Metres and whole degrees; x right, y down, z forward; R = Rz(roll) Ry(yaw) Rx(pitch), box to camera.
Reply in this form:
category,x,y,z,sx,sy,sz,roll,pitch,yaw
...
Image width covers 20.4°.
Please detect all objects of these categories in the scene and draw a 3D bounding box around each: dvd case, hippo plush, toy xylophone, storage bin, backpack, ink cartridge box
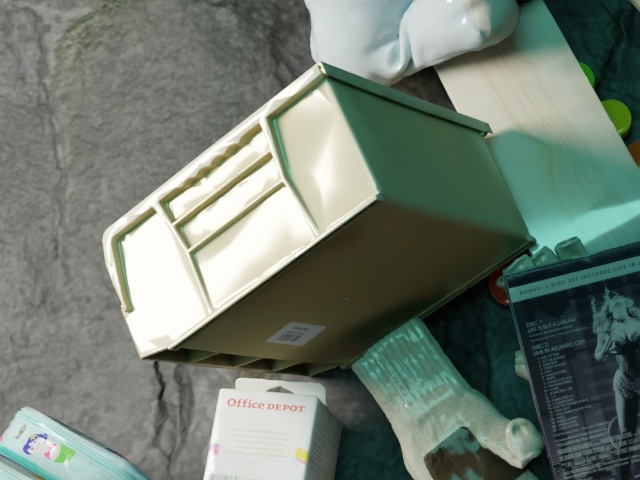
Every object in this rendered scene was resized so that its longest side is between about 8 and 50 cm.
category,x,y,z,sx,sy,sz,roll,pitch,yaw
dvd case,0.255,0.115,1.447,0.164,0.018,0.221,-14,92,1
hippo plush,0.028,-0.268,1.589,0.294,0.236,0.234,-29,29,30
toy xylophone,0.229,-0.092,1.571,0.236,0.081,0.323,-20,64,9
storage bin,0.000,0.000,1.465,0.260,0.262,0.123,-35,66,25
backpack,-0.228,0.253,1.469,0.225,0.253,0.191,26,78,25
ink cartridge box,-0.040,0.194,1.528,0.092,0.090,0.143,4,68,18

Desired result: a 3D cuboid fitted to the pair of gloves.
category,x,y,z,sx,sy,sz,roll,pitch,yaw
pair of gloves,0.172,0.127,1.479,0.240,0.042,0.204,-29,88,5
